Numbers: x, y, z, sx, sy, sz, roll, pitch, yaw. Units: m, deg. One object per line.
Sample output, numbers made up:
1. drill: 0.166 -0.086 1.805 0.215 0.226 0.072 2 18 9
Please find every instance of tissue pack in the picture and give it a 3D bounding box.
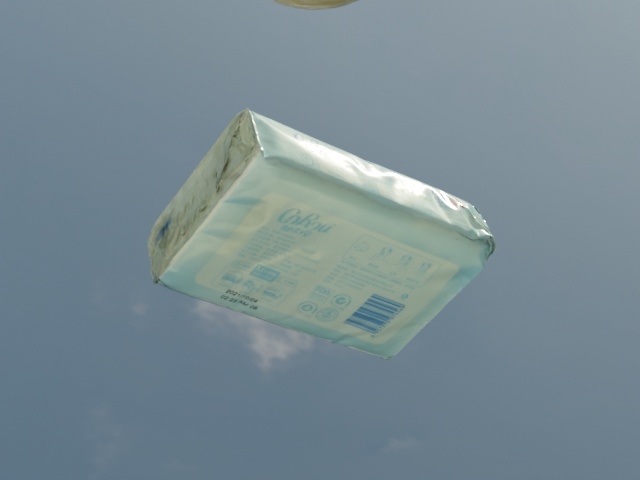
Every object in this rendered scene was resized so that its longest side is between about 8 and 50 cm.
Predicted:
1. tissue pack: 0.000 0.000 1.202 0.177 0.263 0.089 -49 -145 31

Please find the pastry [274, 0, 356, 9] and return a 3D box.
1. pastry: -0.003 -0.257 1.046 0.156 0.092 0.156 0 -59 0
